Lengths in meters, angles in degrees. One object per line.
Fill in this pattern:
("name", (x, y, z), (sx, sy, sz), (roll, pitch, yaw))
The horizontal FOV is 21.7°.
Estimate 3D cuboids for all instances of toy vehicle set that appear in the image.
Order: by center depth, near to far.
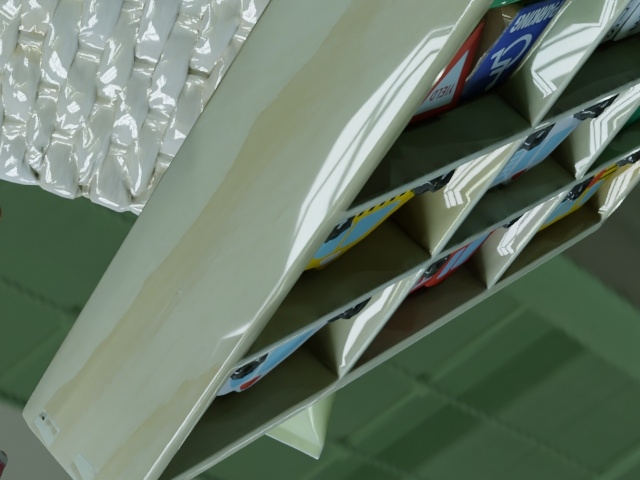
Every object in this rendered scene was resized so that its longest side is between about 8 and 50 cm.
("toy vehicle set", (0.053, -0.038, 0.443), (0.035, 0.166, 0.267), (45, -145, 15))

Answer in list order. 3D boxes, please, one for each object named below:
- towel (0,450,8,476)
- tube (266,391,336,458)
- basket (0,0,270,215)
("towel", (-0.286, 0.191, 1.111), (0.144, 0.029, 0.197), (53, -139, -43))
("tube", (0.000, 0.000, 0.988), (0.062, 0.240, 0.070), (18, -178, -20))
("basket", (-0.163, -0.222, 0.969), (0.328, 0.331, 0.266), (13, -144, -16))
